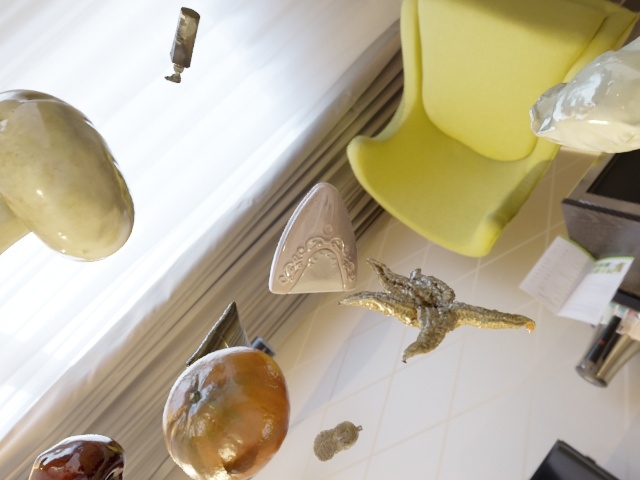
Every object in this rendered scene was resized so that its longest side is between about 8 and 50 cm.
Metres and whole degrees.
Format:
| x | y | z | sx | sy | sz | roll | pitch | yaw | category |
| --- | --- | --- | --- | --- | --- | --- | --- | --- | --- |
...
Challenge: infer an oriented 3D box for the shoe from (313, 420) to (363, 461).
| x | y | z | sx | sy | sz | roll | pitch | yaw | category |
| --- | --- | --- | --- | --- | --- | --- | --- | --- | --- |
| 0.060 | 0.664 | 1.396 | 0.092 | 0.180 | 0.089 | 26 | -151 | -58 | shoe |

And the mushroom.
| x | y | z | sx | sy | sz | roll | pitch | yaw | category |
| --- | --- | --- | --- | --- | --- | --- | --- | --- | --- |
| -0.457 | -0.073 | 0.719 | 0.315 | 0.314 | 0.357 | 61 | -158 | -62 | mushroom |

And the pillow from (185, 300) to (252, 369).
| x | y | z | sx | sy | sz | roll | pitch | yaw | category |
| --- | --- | --- | --- | --- | --- | --- | --- | --- | --- |
| -0.250 | 0.297 | 1.072 | 0.052 | 0.208 | 0.212 | 11 | 133 | 23 | pillow |

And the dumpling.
| x | y | z | sx | sy | sz | roll | pitch | yaw | category |
| --- | --- | --- | --- | --- | --- | --- | --- | --- | --- |
| 0.327 | -0.163 | 0.447 | 0.099 | 0.134 | 0.169 | 35 | -178 | -3 | dumpling |

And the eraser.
| x | y | z | sx | sy | sz | roll | pitch | yaw | category |
| --- | --- | --- | --- | --- | --- | --- | --- | --- | --- |
| 0.000 | 0.000 | 0.890 | 0.204 | 0.244 | 0.059 | -1 | -162 | -21 | eraser |

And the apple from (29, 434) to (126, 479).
| x | y | z | sx | sy | sz | roll | pitch | yaw | category |
| --- | --- | --- | --- | --- | --- | --- | --- | --- | --- |
| -0.653 | 0.646 | 1.139 | 0.234 | 0.234 | 0.234 | 41 | 170 | 9 | apple |

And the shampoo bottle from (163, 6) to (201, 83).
| x | y | z | sx | sy | sz | roll | pitch | yaw | category |
| --- | --- | --- | --- | --- | --- | --- | --- | --- | --- |
| -0.388 | -0.536 | 1.163 | 0.063 | 0.208 | 0.057 | 5 | -133 | -30 | shampoo bottle |

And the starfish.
| x | y | z | sx | sy | sz | roll | pitch | yaw | category |
| --- | --- | --- | --- | --- | --- | --- | --- | --- | --- |
| 0.161 | 0.117 | 0.736 | 0.293 | 0.301 | 0.084 | 29 | 122 | 53 | starfish |

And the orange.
| x | y | z | sx | sy | sz | roll | pitch | yaw | category |
| --- | --- | --- | --- | --- | --- | --- | --- | --- | --- |
| -0.168 | 0.298 | 0.729 | 0.240 | 0.240 | 0.171 | 31 | 171 | 48 | orange |
